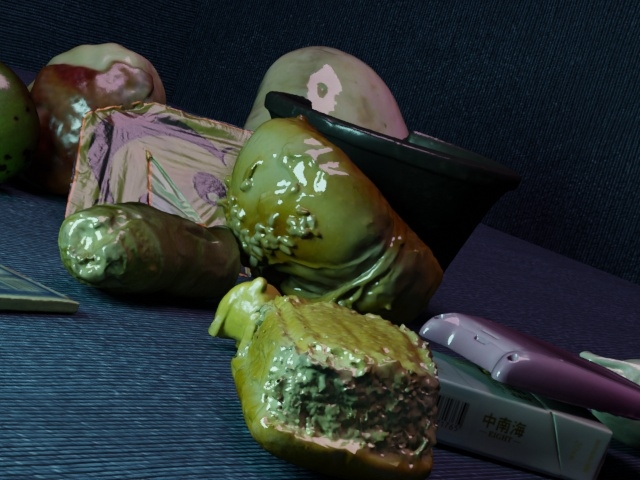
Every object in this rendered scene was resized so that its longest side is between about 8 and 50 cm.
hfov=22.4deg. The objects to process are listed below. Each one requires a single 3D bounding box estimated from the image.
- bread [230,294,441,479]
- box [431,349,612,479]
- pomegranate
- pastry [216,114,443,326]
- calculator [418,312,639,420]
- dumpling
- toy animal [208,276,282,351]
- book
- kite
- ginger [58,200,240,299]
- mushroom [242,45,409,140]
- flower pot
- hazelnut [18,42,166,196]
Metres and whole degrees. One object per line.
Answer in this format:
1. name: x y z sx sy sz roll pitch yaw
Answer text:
1. bread: 0.013 0.129 1.409 0.174 0.121 0.245 7 14 -12
2. box: 0.158 0.170 1.648 0.243 0.067 0.155 17 9 -12
3. pomegranate: -0.491 -0.163 2.213 0.210 0.179 0.179 3 11 -14
4. pastry: 0.000 0.000 1.999 0.315 0.184 0.284 48 0 -39
5. calculator: 0.258 0.139 1.706 0.294 0.043 0.194 18 6 -34
6. dumpling: 0.371 0.192 1.887 0.169 0.100 0.134 20 -5 7
7. toy animal: -0.046 0.089 1.750 0.070 0.083 0.159 31 4 31
8. book: -0.430 0.010 1.634 0.322 0.018 0.228 22 7 32
9. kite: -0.193 -0.072 2.234 0.377 0.013 0.327 -22 65 -41
10. ginger: -0.197 0.011 1.836 0.116 0.109 0.263 -13 -12 34
11. mushroom: -0.017 -0.163 2.778 0.353 0.353 0.325 19 -8 10
12. flower pot: 0.071 -0.041 2.284 0.379 0.251 0.379 19 6 -2
13. hazelnut: -0.337 -0.153 2.397 0.241 0.261 0.261 44 11 6
